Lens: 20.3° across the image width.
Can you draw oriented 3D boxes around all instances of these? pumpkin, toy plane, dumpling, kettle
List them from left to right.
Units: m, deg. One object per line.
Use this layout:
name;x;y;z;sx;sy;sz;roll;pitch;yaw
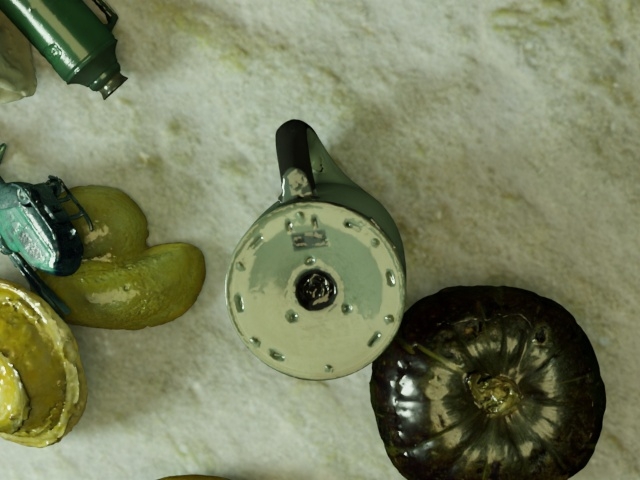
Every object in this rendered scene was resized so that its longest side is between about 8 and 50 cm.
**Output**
dumpling;-0.379;-0.208;1.798;0.111;0.181;0.155;-19;61;39
toy plane;-0.308;-0.033;1.808;0.235;0.060;0.096;51;123;14
kettle;0.000;0.000;1.715;0.165;0.255;0.240;-11;98;7
pumpkin;0.165;0.158;1.773;0.238;0.159;0.238;0;92;5

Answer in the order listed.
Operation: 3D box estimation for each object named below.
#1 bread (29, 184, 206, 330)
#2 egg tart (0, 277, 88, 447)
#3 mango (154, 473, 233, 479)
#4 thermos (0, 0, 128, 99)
bread;-0.212;0.019;1.829;0.188;0.065;0.149;3;92;5
egg tart;-0.325;0.130;1.812;0.191;0.074;0.191;13;117;28
mango;-0.157;0.312;1.845;0.227;0.099;0.136;-15;102;13
thermos;-0.267;-0.223;1.804;0.073;0.083;0.187;-39;95;28
